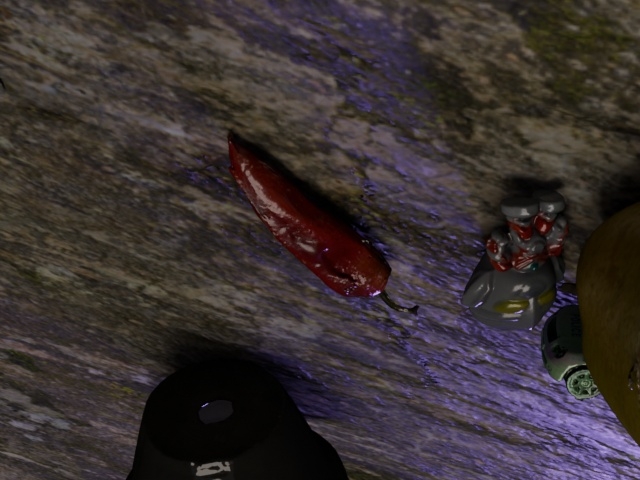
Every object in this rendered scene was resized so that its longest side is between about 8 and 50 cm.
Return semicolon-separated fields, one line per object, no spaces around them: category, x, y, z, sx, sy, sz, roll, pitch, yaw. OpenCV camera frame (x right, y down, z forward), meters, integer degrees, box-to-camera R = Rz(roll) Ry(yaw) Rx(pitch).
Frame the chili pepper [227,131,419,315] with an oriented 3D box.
chili pepper;0.000;0.000;1.017;0.059;0.050;0.268;6;152;45

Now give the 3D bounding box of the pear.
pear;0.277;0.067;0.903;0.267;0.267;0.178;33;172;-30

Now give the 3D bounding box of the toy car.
toy car;0.305;0.102;1.028;0.224;0.090;0.076;15;124;0

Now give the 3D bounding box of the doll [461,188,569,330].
doll;0.162;0.022;0.973;0.094;0.079;0.180;-16;146;-12

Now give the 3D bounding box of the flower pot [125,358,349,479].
flower pot;-0.105;0.242;1.312;0.269;0.269;0.166;6;130;13
